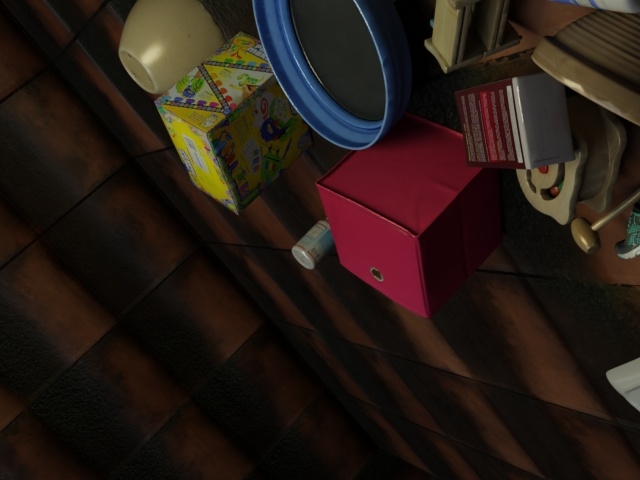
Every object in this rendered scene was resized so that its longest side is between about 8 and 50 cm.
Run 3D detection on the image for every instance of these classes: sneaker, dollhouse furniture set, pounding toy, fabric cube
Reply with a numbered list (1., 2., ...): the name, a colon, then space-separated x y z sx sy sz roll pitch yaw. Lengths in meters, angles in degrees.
1. sneaker: 0.518 -0.026 1.108 0.076 0.065 0.166 58 159 10
2. dollhouse furniture set: 0.196 -0.366 0.995 0.129 0.129 0.183 83 161 -60
3. pounding toy: 0.413 -0.121 1.091 0.269 0.155 0.154 82 168 -45
4. fabric cube: 0.184 -0.055 1.379 0.254 0.259 0.258 32 155 33

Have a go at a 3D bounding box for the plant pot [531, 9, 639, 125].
1. plant pot: 0.384 -0.213 0.835 0.237 0.237 0.109 37 118 21

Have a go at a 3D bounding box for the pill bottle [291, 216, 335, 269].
1. pill bottle: 0.000 0.000 1.976 0.087 0.160 0.087 38 159 18

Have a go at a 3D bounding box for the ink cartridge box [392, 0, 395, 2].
1. ink cartridge box: 0.114 -0.435 1.106 0.063 0.029 0.115 44 160 4

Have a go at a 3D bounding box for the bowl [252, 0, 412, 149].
1. bowl: 0.018 -0.355 1.267 0.391 0.077 0.391 45 155 28

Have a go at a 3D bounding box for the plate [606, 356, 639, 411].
1. plate: 0.738 0.341 1.399 0.278 0.045 0.277 40 159 11

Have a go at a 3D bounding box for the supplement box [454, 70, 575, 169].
1. supplement box: 0.285 -0.177 1.052 0.239 0.073 0.130 -143 40 -77

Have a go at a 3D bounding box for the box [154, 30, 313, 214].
1. box: -0.189 -0.272 1.640 0.177 0.279 0.290 33 156 28

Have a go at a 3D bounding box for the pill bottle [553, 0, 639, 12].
1. pill bottle: 0.259 -0.358 0.801 0.272 0.152 0.152 27 154 38

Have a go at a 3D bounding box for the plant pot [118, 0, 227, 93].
1. plant pot: -0.391 -0.478 1.755 0.284 0.191 0.284 38 159 17
